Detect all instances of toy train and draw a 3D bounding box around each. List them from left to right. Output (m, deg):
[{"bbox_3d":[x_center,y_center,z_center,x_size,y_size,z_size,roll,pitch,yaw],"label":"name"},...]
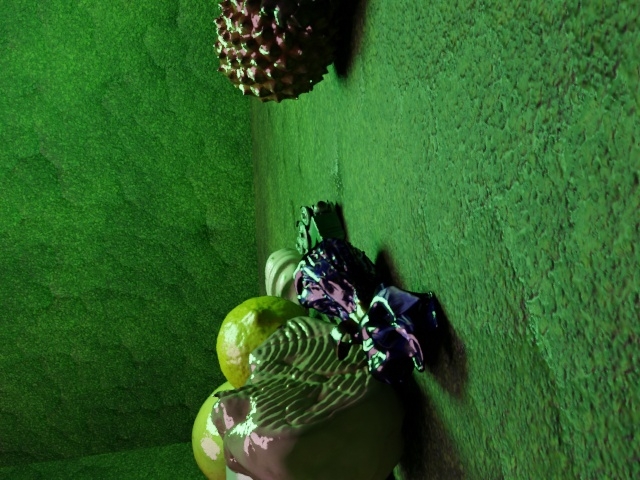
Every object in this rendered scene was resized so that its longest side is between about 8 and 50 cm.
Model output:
[{"bbox_3d":[0.000,0.000,1.300,0.178,0.071,0.104,102,150,-55],"label":"toy train"}]

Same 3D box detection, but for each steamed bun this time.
[{"bbox_3d":[-0.096,0.107,1.789,0.183,0.106,0.182,176,90,-79],"label":"steamed bun"},{"bbox_3d":[-0.004,0.255,0.956,0.320,0.275,0.206,-45,-54,-55],"label":"steamed bun"}]

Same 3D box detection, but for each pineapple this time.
[{"bbox_3d":[-0.046,-0.369,1.037,0.357,0.223,0.222,140,124,-68],"label":"pineapple"}]

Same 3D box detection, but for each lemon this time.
[{"bbox_3d":[-0.121,0.269,1.612,0.310,0.254,0.253,71,-176,-49],"label":"lemon"}]

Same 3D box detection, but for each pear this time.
[{"bbox_3d":[-0.178,0.535,1.838,0.348,0.349,0.347,175,90,-80],"label":"pear"}]

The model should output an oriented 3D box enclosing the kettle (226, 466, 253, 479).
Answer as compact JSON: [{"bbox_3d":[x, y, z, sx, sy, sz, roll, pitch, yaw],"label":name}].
[{"bbox_3d":[-0.096,0.598,1.293,0.361,0.250,0.376,-17,65,35],"label":"kettle"}]

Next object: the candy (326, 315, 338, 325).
[{"bbox_3d":[0.029,0.205,1.292,0.053,0.047,0.181,126,135,-78],"label":"candy"}]

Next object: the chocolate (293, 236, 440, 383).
[{"bbox_3d":[0.068,0.101,0.881,0.148,0.126,0.343,-57,24,3],"label":"chocolate"}]
